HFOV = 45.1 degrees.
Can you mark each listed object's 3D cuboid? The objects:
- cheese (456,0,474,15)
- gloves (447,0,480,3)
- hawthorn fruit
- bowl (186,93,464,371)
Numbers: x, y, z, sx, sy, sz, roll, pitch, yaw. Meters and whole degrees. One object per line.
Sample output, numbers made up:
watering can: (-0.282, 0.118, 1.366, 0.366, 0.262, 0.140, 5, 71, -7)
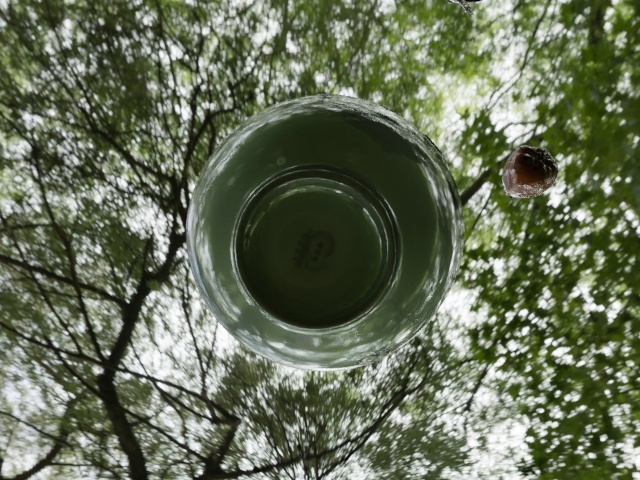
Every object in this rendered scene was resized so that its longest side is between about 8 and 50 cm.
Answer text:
cheese: (0.119, -0.380, 0.985, 0.037, 0.106, 0.256, -39, -111, 20)
gloves: (0.307, -0.543, 1.582, 0.164, 0.203, 0.124, 20, -93, 9)
hawthorn fruit: (0.320, -0.099, 1.196, 0.081, 0.093, 0.081, 9, -130, -11)
bowl: (0.000, 0.000, 0.900, 0.353, 0.185, 0.354, 0, -83, 4)
